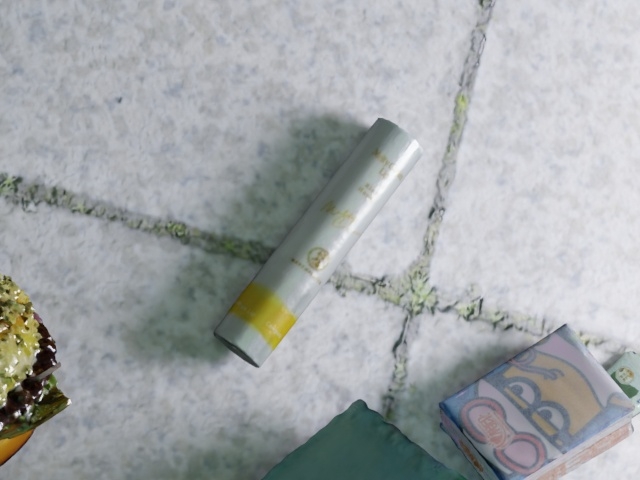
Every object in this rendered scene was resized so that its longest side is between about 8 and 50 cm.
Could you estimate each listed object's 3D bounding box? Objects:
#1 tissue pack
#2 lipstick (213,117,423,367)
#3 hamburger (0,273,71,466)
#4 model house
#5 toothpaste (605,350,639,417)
[{"bbox_3d":[0.207,0.168,1.703,0.155,0.065,0.115,-30,58,-13],"label":"tissue pack"},{"bbox_3d":[0.000,0.000,1.680,0.059,0.059,0.264,39,79,-10],"label":"lipstick"},{"bbox_3d":[-0.338,0.115,1.496,0.243,0.261,0.139,-27,126,-19],"label":"hamburger"},{"bbox_3d":[0.041,0.342,1.614,0.280,0.230,0.249,-38,121,-11],"label":"model house"},{"bbox_3d":[0.240,0.193,1.744,0.233,0.038,0.060,-36,83,-16],"label":"toothpaste"}]
